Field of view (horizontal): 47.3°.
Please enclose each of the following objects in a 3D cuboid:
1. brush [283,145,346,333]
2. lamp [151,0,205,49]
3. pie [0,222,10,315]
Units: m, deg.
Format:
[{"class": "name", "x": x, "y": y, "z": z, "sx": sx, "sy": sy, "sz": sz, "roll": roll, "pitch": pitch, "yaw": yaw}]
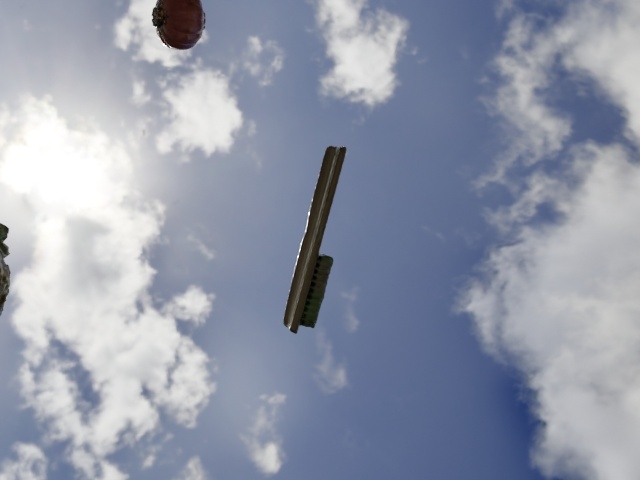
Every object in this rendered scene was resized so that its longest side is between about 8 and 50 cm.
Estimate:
[{"class": "brush", "x": 0.000, "y": 0.000, "z": 1.081, "sx": 0.054, "sy": 0.048, "sz": 0.282, "roll": 20, "pitch": -82, "yaw": 65}, {"class": "lamp", "x": -0.246, "y": -0.385, "z": 1.269, "sx": 0.107, "sy": 0.092, "sz": 0.107, "roll": 10, "pitch": -78, "yaw": 51}, {"class": "pie", "x": -0.489, "y": 0.077, "z": 0.815, "sx": 0.103, "sy": 0.288, "sz": 0.354, "roll": 23, "pitch": -101, "yaw": 19}]
